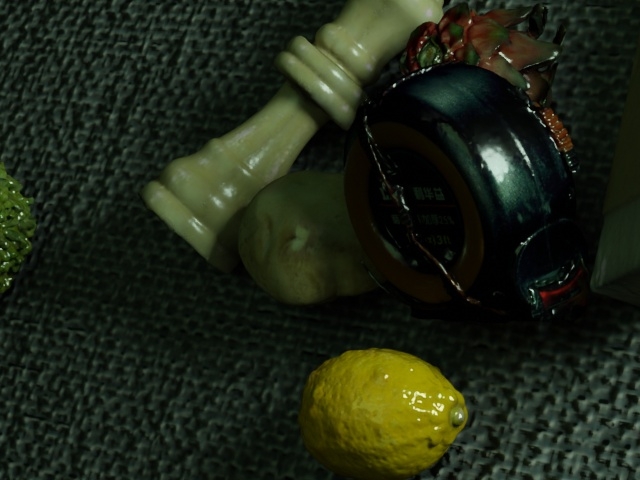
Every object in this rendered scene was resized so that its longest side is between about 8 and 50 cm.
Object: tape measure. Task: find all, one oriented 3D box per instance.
[{"bbox_3d":[0.118,-0.037,1.588,0.135,0.223,0.202,-28,15,-33],"label":"tape measure"}]

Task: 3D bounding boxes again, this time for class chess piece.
[{"bbox_3d":[0.003,-0.151,1.776,0.397,0.117,0.117,-48,52,3],"label":"chess piece"}]

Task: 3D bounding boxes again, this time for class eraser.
[{"bbox_3d":[0.305,-0.120,1.552,0.144,0.078,0.343,141,146,-69],"label":"eraser"}]

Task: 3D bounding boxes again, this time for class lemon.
[{"bbox_3d":[0.051,0.146,1.606,0.155,0.114,0.114,-2,67,27],"label":"lemon"}]

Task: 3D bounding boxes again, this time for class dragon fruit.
[{"bbox_3d":[0.140,-0.148,1.689,0.142,0.121,0.130,18,111,12],"label":"dragon fruit"}]

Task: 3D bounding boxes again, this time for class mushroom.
[{"bbox_3d":[0.000,0.000,1.706,0.148,0.148,0.112,45,135,38],"label":"mushroom"}]

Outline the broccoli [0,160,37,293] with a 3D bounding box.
[{"bbox_3d":[-0.402,-0.006,1.970,0.242,0.273,0.180,-15,105,16],"label":"broccoli"}]
